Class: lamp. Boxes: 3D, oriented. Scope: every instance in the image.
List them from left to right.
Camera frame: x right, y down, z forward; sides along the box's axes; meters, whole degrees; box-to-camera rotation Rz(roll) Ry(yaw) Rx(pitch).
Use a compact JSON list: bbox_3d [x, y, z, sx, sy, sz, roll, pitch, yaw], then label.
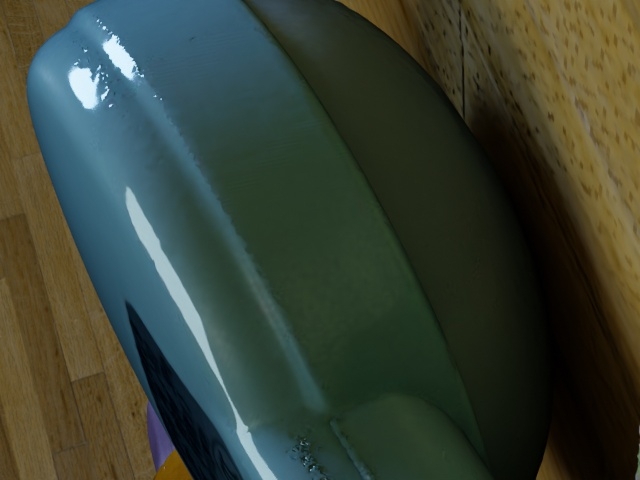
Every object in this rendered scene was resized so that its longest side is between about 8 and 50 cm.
[{"bbox_3d":[-0.004,0.038,0.539,0.209,0.147,0.284,77,-178,-57],"label":"lamp"}]

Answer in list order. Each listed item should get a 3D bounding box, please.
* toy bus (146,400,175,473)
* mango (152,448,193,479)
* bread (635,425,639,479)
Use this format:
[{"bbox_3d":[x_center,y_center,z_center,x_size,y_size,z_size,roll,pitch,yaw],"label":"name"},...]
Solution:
[{"bbox_3d":[-0.010,0.134,0.943,0.202,0.142,0.142,-135,29,-78],"label":"toy bus"},{"bbox_3d":[0.030,0.184,0.723,0.257,0.138,0.187,52,142,33],"label":"mango"},{"bbox_3d":[0.104,0.127,0.330,0.228,0.033,0.228,164,90,-84],"label":"bread"}]
